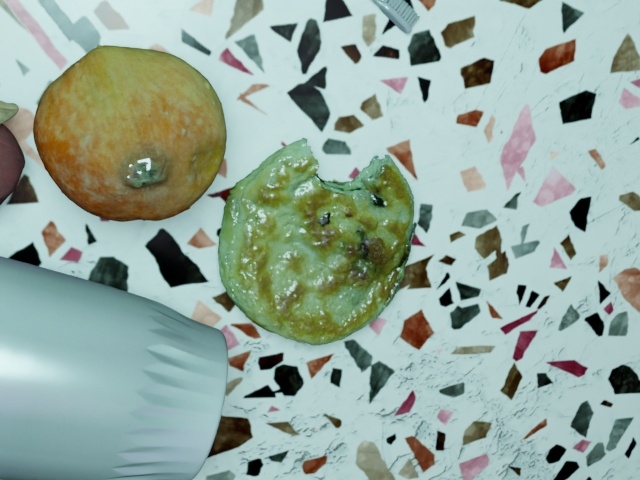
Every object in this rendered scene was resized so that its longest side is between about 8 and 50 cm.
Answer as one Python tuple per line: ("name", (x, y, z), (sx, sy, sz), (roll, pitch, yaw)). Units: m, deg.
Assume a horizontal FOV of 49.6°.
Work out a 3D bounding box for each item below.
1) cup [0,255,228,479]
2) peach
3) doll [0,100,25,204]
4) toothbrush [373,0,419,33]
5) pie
("cup", (-0.320, 0.166, 0.843), (0.371, 0.253, 0.253), (17, 102, -22))
("peach", (-0.211, -0.119, 0.793), (0.232, 0.232, 0.233), (-4, 108, -14))
("doll", (-0.456, -0.084, 0.747), (0.196, 0.256, 0.152), (-26, 81, 27))
("toothbrush", (-0.004, -0.388, 0.872), (0.354, 0.024, 0.029), (37, 89, -22))
("pie", (-0.002, 0.008, 0.973), (0.302, 0.067, 0.303), (-5, 107, -15))
